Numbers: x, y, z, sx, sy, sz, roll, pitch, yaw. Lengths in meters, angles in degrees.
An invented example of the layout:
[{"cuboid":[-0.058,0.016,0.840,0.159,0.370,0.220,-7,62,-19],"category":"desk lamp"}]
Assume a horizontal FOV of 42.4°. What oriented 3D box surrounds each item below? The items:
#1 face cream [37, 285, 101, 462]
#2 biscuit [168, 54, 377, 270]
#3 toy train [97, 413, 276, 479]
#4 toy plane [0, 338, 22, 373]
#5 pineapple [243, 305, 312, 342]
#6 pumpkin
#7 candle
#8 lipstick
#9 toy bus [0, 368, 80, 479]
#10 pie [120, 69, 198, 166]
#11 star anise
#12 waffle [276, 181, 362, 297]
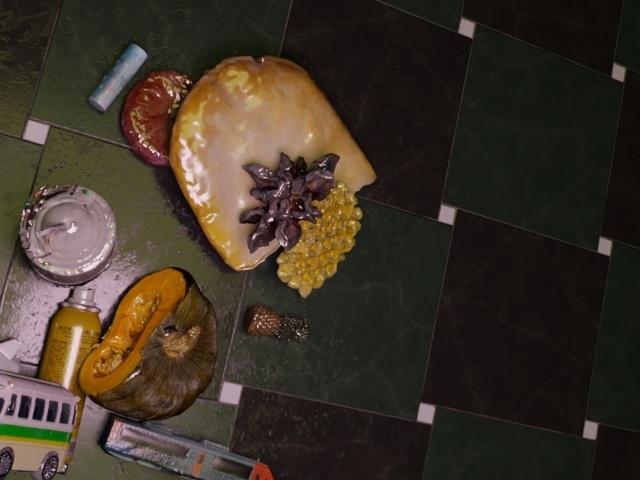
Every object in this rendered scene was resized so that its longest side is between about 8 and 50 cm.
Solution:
[{"cuboid":[-0.517,0.265,1.677,0.105,0.105,0.348,14,81,-20],"category":"face cream"},{"cuboid":[-0.134,-0.188,1.849,0.429,0.104,0.446,-42,112,-18],"category":"biscuit"},{"cuboid":[-0.265,0.467,1.770,0.410,0.086,0.089,22,76,-18],"category":"toy train"},{"cuboid":[-0.710,0.201,1.598,0.267,0.122,0.266,-3,102,-13],"category":"toy plane"},{"cuboid":[-0.093,0.193,1.875,0.159,0.074,0.074,16,80,-25],"category":"pineapple"},{"cuboid":[-0.307,0.234,1.684,0.232,0.242,0.324,49,52,-33],"category":"pumpkin"},{"cuboid":[-0.489,-0.012,1.600,0.188,0.330,0.187,2,81,-15],"category":"candle"},{"cuboid":[-0.440,-0.354,1.792,0.048,0.048,0.158,38,74,-15],"category":"lipstick"},{"cuboid":[-0.564,0.323,1.464,0.143,0.305,0.179,11,77,18],"category":"toy bus"},{"cuboid":[-0.333,-0.271,1.824,0.204,0.054,0.218,35,74,-17],"category":"pie"},{"cuboid":[-0.068,-0.090,1.731,0.282,0.212,0.129,-50,138,-5],"category":"star anise"},{"cuboid":[-0.002,-0.001,1.867,0.261,0.056,0.250,-51,148,-18],"category":"waffle"}]
